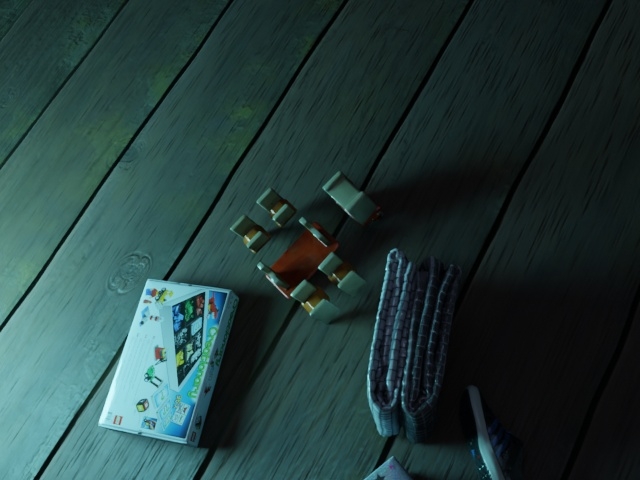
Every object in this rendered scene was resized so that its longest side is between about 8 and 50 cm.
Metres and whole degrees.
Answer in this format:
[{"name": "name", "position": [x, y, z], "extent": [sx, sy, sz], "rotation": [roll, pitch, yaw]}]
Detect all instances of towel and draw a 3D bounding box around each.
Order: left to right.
[{"name": "towel", "position": [0.163, 0.183, 1.252], "extent": [0.121, 0.235, 0.283], "rotation": [7, 67, 13]}]

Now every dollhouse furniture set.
[{"name": "dollhouse furniture set", "position": [0.000, 0.000, 1.465], "extent": [0.259, 0.135, 0.262], "rotation": [-46, 62, 2]}]

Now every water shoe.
[{"name": "water shoe", "position": [0.296, 0.342, 1.244], "extent": [0.080, 0.073, 0.203], "rotation": [-6, 65, -14]}]

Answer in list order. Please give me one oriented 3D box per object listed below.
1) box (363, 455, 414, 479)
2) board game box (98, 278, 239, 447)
[{"name": "box", "position": [0.071, 0.480, 1.165], "extent": [0.247, 0.163, 0.142], "rotation": [-39, 63, -7]}, {"name": "board game box", "position": [-0.292, 0.232, 1.441], "extent": [0.193, 0.053, 0.305], "rotation": [7, 66, 18]}]
